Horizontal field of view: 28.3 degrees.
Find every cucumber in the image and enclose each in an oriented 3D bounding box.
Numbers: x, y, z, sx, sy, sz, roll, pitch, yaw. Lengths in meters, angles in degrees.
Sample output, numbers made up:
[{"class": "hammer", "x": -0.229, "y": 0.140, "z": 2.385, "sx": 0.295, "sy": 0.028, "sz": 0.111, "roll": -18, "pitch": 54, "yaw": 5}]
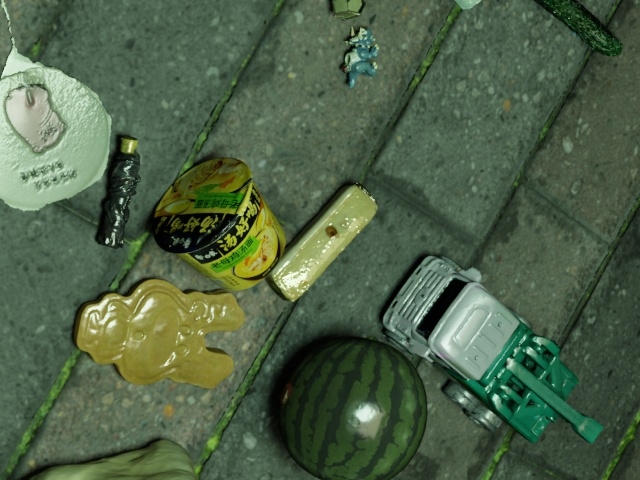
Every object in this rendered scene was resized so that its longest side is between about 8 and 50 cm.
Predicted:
[{"class": "cucumber", "x": 0.371, "y": -0.340, "z": 1.889, "sx": 0.256, "sy": 0.043, "sz": 0.044, "roll": 31, "pitch": 92, "yaw": -34}]

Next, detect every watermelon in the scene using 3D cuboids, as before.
[{"class": "watermelon", "x": 0.046, "y": 0.235, "z": 1.758, "sx": 0.212, "sy": 0.212, "sz": 0.212, "roll": -9, "pitch": 108, "yaw": -29}]

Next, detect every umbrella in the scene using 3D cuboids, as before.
[{"class": "umbrella", "x": -0.250, "y": -0.059, "z": 1.597, "sx": 0.040, "sy": 0.037, "sz": 0.144, "roll": 9, "pitch": 102, "yaw": -19}]

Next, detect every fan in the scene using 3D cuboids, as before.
[{"class": "fan", "x": -0.351, "y": -0.187, "z": 1.516, "sx": 0.182, "sy": 0.010, "sz": 0.310, "roll": -23, "pitch": 115, "yaw": -24}]

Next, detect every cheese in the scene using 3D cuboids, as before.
[{"class": "cheese", "x": -0.253, "y": 0.371, "z": 1.604, "sx": 0.251, "sy": 0.248, "sz": 0.174, "roll": -1, "pitch": 103, "yaw": -24}]

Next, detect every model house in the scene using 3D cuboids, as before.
[{"class": "model house", "x": 0.049, "y": -0.339, "z": 1.694, "sx": 0.058, "sy": 0.057, "sz": 0.083, "roll": -5, "pitch": 87, "yaw": -57}]

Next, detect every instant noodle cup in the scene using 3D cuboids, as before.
[{"class": "instant noodle cup", "x": -0.125, "y": -0.014, "z": 1.632, "sx": 0.151, "sy": 0.151, "sz": 0.122, "roll": -48, "pitch": 133, "yaw": -11}]

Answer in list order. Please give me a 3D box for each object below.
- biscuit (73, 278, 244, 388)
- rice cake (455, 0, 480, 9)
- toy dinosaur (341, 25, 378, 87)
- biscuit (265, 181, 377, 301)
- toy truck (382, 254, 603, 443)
[{"class": "biscuit", "x": -0.211, "y": 0.122, "z": 1.678, "sx": 0.236, "sy": 0.040, "sz": 0.144, "roll": 8, "pitch": 94, "yaw": -35}, {"class": "rice cake", "x": 0.265, "y": -0.429, "z": 1.799, "sx": 0.045, "sy": 0.042, "sz": 0.245, "roll": 41, "pitch": 80, "yaw": -21}, {"class": "toy dinosaur", "x": 0.052, "y": -0.249, "z": 1.729, "sx": 0.047, "sy": 0.030, "sz": 0.083, "roll": -1, "pitch": 103, "yaw": -30}, {"class": "biscuit", "x": 0.000, "y": 0.000, "z": 1.757, "sx": 0.056, "sy": 0.052, "sz": 0.188, "roll": 46, "pitch": 78, "yaw": -19}, {"class": "toy truck", "x": 0.264, "y": 0.175, "z": 1.895, "sx": 0.363, "sy": 0.178, "sz": 0.176, "roll": 40, "pitch": 82, "yaw": -30}]
